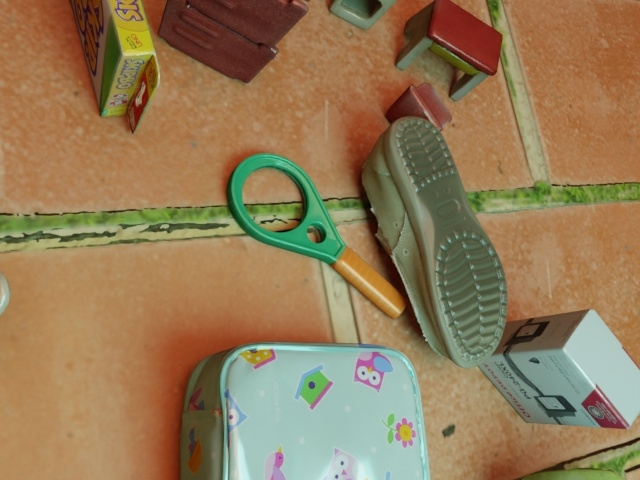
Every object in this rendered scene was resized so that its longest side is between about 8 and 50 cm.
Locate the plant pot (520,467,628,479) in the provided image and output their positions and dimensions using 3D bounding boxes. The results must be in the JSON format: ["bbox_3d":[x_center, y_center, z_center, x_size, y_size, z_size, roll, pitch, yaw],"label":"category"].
[{"bbox_3d":[0.266,0.361,0.619,0.276,0.276,0.254,25,54,-19],"label":"plant pot"}]

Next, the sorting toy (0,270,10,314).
[{"bbox_3d":[-0.340,0.049,0.455,0.208,0.038,0.193,-35,51,-29],"label":"sorting toy"}]

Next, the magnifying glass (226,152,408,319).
[{"bbox_3d":[0.000,0.000,0.707,0.231,0.026,0.092,40,61,-9],"label":"magnifying glass"}]

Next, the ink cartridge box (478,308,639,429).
[{"bbox_3d":[0.251,0.139,0.721,0.063,0.150,0.109,-44,97,-26],"label":"ink cartridge box"}]

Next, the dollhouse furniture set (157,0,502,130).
[{"bbox_3d":[0.043,-0.242,0.723,0.374,0.152,0.201,24,66,-19],"label":"dollhouse furniture set"}]

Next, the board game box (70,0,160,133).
[{"bbox_3d":[-0.201,-0.235,0.612,0.039,0.124,0.259,-16,83,-29],"label":"board game box"}]

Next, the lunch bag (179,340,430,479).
[{"bbox_3d":[-0.004,0.230,0.586,0.224,0.108,0.279,6,74,-31],"label":"lunch bag"}]

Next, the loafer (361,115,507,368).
[{"bbox_3d":[0.118,0.004,0.726,0.102,0.092,0.268,-14,87,-30],"label":"loafer"}]
